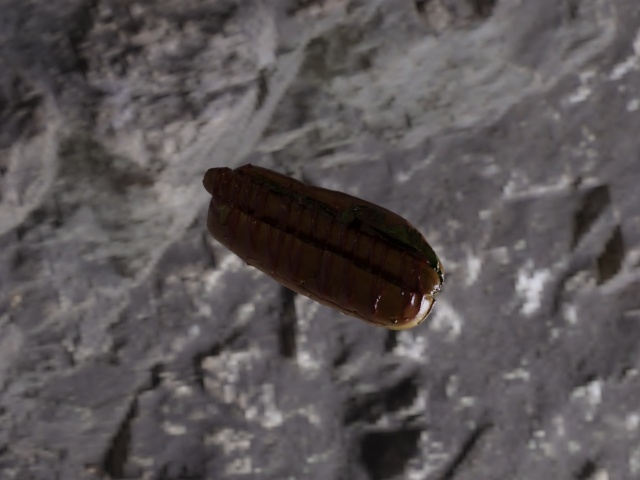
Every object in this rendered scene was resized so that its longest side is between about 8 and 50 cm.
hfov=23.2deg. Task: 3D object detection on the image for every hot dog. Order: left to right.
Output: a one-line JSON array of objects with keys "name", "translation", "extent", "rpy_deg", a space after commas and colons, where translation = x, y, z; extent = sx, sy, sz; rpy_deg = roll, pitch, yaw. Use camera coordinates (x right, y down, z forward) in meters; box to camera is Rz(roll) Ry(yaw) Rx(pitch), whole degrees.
[{"name": "hot dog", "translation": [-0.001, 0.000, 0.846], "extent": [0.062, 0.144, 0.038], "rpy_deg": [-63, 172, -5]}]
